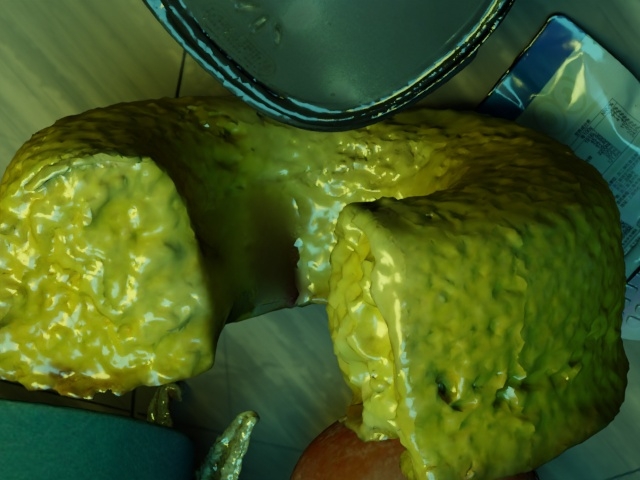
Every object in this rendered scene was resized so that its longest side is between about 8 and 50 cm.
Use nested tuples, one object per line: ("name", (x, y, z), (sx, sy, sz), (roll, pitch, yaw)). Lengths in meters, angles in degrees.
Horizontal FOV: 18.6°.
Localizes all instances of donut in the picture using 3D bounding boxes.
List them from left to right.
("donut", (0.000, 0.000, 1.296), (0.435, 0.377, 0.163), (9, 109, 19))

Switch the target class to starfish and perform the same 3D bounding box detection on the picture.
("starfish", (-0.090, 0.225, 1.516), (0.048, 0.295, 0.231), (-9, 112, -35))

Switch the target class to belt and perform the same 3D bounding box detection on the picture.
("belt", (-0.309, 0.198, 1.453), (0.437, 0.173, 0.300), (-3, 163, 15))

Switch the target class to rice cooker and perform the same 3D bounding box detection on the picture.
("rice cooker", (0.011, -0.215, 1.240), (0.267, 0.224, 0.267), (1, 120, 3))

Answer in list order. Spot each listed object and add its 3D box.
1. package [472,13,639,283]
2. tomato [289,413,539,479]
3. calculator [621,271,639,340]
("package", (0.186, -0.053, 1.417), (0.173, 0.027, 0.171), (40, 119, 0))
("tomato", (0.075, 0.217, 1.501), (0.208, 0.184, 0.208), (27, 148, 18))
("calculator", (0.256, 0.007, 1.457), (0.103, 0.024, 0.166), (24, 121, -7))
